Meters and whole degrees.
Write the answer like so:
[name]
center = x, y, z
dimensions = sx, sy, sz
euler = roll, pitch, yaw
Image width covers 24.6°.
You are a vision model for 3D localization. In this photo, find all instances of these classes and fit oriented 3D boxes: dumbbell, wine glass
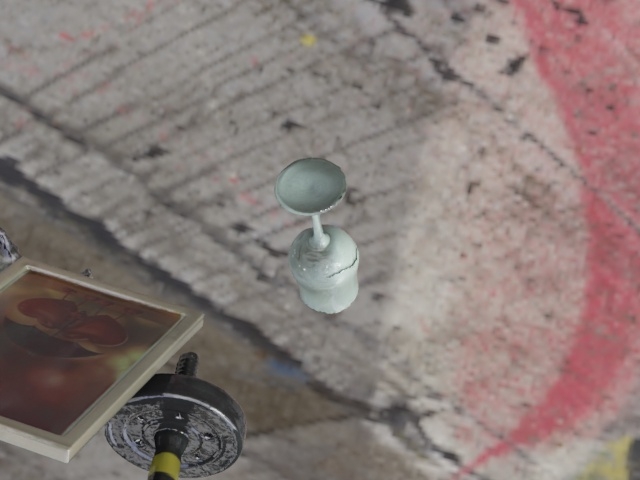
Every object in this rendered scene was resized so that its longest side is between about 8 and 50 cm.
[dumbbell]
center = -0.152, 0.237, 1.407
dimensions = 0.143, 0.325, 0.143
euler = 5, 136, 5
[wine glass]
center = 0.000, 0.000, 1.599
dimensions = 0.079, 0.079, 0.195
euler = 9, 146, 13

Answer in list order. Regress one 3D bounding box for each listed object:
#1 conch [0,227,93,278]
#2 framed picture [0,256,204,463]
[conch]
center = -0.404, 0.105, 1.943
dimensions = 0.313, 0.186, 0.240
euler = -17, 149, 23
[framed picture]
center = -0.263, 0.104, 1.392
dimensions = 0.211, 0.289, 0.020
euler = 16, 116, 14
